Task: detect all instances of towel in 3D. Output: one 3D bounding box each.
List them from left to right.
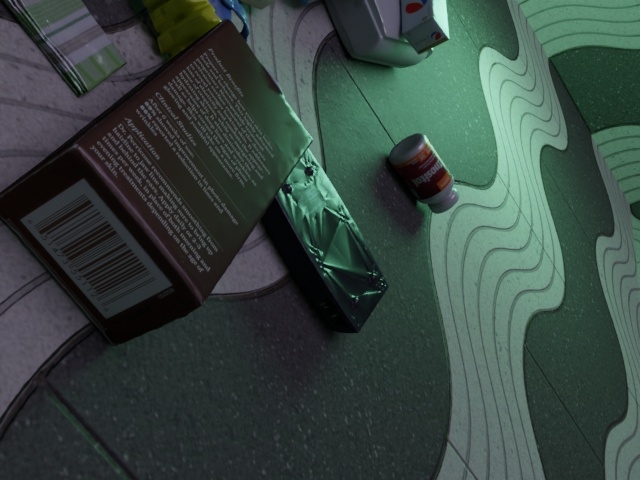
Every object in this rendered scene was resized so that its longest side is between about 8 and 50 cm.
[{"bbox_3d":[-0.291,-0.249,0.907,0.152,0.023,0.113,54,32,-19],"label":"towel"}]

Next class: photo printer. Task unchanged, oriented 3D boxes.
[{"bbox_3d":[0.124,-0.496,1.686,0.308,0.107,0.256,-10,77,-60],"label":"photo printer"}]

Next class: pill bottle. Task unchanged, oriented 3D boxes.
[{"bbox_3d":[0.207,-0.129,1.559,0.152,0.086,0.086,50,32,-24],"label":"pill bottle"}]

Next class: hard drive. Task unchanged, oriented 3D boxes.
[{"bbox_3d":[0.000,0.000,1.156,0.254,0.054,0.172,59,30,-10],"label":"hard drive"}]

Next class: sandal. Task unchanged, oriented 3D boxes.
[{"bbox_3d":[-0.189,-0.359,1.069,0.138,0.126,0.317,-41,113,-61],"label":"sandal"}]

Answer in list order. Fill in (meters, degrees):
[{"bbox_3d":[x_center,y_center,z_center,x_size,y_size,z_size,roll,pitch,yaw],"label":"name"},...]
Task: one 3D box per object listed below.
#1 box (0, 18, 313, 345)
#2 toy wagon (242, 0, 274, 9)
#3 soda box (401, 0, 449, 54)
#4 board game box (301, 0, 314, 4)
[{"bbox_3d":[-0.159,-0.084,0.880,0.191,0.143,0.381,54,32,-17],"label":"box"},{"bbox_3d":[-0.167,-0.545,1.290,0.267,0.068,0.344,4,65,-58],"label":"toy wagon"},{"bbox_3d":[0.212,-0.484,1.634,0.069,0.074,0.216,42,37,-37],"label":"soda box"},{"bbox_3d":[0.027,-0.632,1.492,0.308,0.086,0.301,-28,89,-30],"label":"board game box"}]
